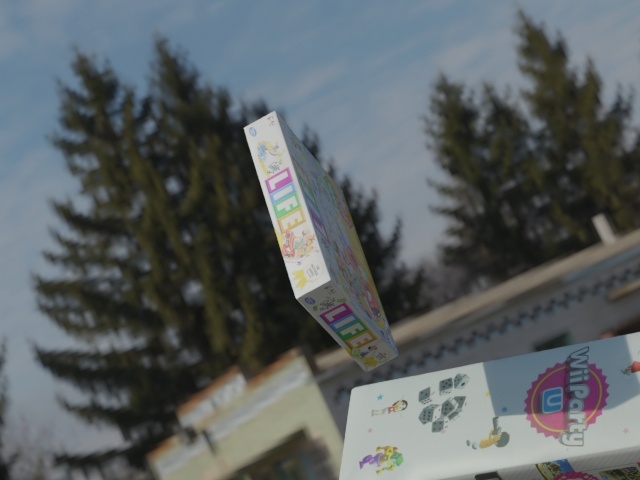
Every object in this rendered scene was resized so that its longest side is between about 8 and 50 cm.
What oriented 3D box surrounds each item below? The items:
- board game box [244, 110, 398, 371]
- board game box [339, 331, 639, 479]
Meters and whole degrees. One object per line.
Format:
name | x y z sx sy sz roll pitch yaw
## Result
board game box | 0.000 0.000 1.063 0.026 0.154 0.103 -28 -41 12
board game box | 0.199 0.174 1.138 0.303 0.097 0.224 -13 -43 26
